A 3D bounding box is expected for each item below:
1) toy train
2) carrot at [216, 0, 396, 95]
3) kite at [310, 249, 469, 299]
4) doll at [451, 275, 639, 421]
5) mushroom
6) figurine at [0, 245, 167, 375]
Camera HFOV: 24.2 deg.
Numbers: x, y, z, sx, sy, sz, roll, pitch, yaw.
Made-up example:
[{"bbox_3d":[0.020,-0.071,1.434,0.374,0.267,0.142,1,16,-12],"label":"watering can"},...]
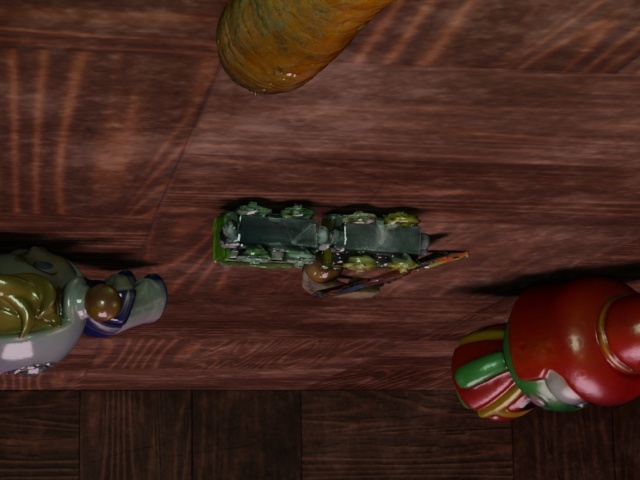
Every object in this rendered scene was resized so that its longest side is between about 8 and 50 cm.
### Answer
[{"bbox_3d":[0.000,0.000,1.366,0.202,0.060,0.081,3,176,-21],"label":"toy train"},{"bbox_3d":[-0.004,-0.117,0.720,0.060,0.060,0.186,3,166,-22],"label":"carrot"},{"bbox_3d":[0.072,0.037,1.596,0.183,0.014,0.241,-15,173,-12],"label":"kite"},{"bbox_3d":[0.312,0.123,1.791,0.182,0.160,0.363,6,165,-38],"label":"doll"},{"bbox_3d":[0.015,0.045,1.690,0.068,0.043,0.306,17,175,11],"label":"mushroom"},{"bbox_3d":[-0.284,0.070,1.565,0.193,0.133,0.274,9,-175,10],"label":"figurine"}]
